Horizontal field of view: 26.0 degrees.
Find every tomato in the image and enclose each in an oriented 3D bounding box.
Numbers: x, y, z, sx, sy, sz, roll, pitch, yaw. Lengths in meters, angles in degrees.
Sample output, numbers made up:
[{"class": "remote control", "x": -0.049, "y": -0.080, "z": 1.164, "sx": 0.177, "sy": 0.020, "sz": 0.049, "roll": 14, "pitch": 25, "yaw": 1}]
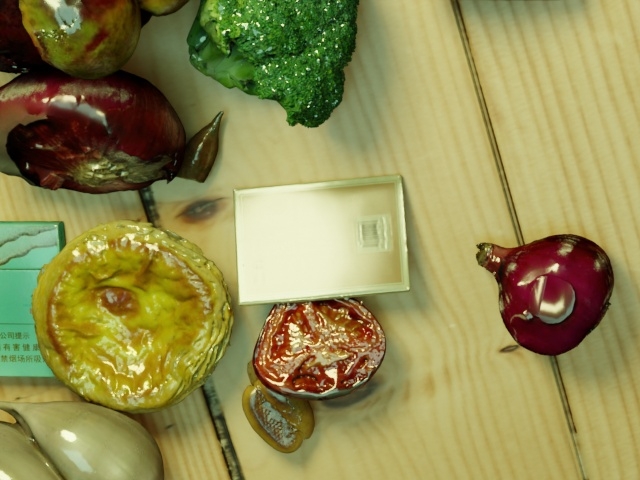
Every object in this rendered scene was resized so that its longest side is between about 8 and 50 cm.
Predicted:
[{"class": "tomato", "x": 0.003, "y": 0.153, "z": 1.960, "sx": 0.174, "sy": 0.082, "sz": 0.166, "roll": 22, "pitch": 85, "yaw": 7}]

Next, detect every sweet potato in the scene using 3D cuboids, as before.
[{"class": "sweet potato", "x": -0.163, "y": -0.131, "z": 1.939, "sx": 0.049, "sy": 0.049, "sz": 0.117, "roll": 29, "pitch": 107, "yaw": -1}]

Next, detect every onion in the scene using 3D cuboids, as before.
[{"class": "onion", "x": 0.297, "y": 0.064, "z": 1.889, "sx": 0.198, "sy": 0.135, "sz": 0.173, "roll": 25, "pitch": 100, "yaw": 2}, {"class": "onion", "x": -0.316, "y": -0.170, "z": 1.863, "sx": 0.272, "sy": 0.272, "sz": 0.195, "roll": 4, "pitch": 70, "yaw": 5}]

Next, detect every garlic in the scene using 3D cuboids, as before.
[{"class": "garlic", "x": -0.386, "y": 0.304, "z": 1.965, "sx": 0.340, "sy": 0.246, "sz": 0.231, "roll": 36, "pitch": 95, "yaw": 0}]

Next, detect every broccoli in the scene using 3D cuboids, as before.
[{"class": "broccoli", "x": -0.072, "y": -0.283, "z": 1.815, "sx": 0.294, "sy": 0.265, "sz": 0.245, "roll": 53, "pitch": 130, "yaw": 5}]

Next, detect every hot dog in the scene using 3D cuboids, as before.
[{"class": "hot dog", "x": -0.067, "y": 0.239, "z": 2.006, "sx": 0.090, "sy": 0.060, "sz": 0.140, "roll": -42, "pitch": 102, "yaw": 8}]

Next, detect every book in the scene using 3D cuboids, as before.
[{"class": "book", "x": 0.000, "y": 0.000, "z": 1.936, "sx": 0.242, "sy": 0.018, "sz": 0.170, "roll": -5, "pitch": 78, "yaw": 7}]

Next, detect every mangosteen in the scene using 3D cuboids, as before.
[{"class": "mangosteen", "x": -0.328, "y": -0.372, "z": 1.700, "sx": 0.421, "sy": 0.381, "sz": 0.381, "roll": 32, "pitch": 104, "yaw": 19}]

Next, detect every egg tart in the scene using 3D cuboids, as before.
[{"class": "egg tart", "x": -0.263, "y": 0.102, "z": 1.967, "sx": 0.295, "sy": 0.116, "sz": 0.294, "roll": 2, "pitch": 105, "yaw": 6}]

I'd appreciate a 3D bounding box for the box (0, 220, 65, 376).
[{"class": "box", "x": -0.450, "y": 0.085, "z": 2.018, "sx": 0.162, "sy": 0.041, "sz": 0.229, "roll": 0, "pitch": 102, "yaw": 5}]
